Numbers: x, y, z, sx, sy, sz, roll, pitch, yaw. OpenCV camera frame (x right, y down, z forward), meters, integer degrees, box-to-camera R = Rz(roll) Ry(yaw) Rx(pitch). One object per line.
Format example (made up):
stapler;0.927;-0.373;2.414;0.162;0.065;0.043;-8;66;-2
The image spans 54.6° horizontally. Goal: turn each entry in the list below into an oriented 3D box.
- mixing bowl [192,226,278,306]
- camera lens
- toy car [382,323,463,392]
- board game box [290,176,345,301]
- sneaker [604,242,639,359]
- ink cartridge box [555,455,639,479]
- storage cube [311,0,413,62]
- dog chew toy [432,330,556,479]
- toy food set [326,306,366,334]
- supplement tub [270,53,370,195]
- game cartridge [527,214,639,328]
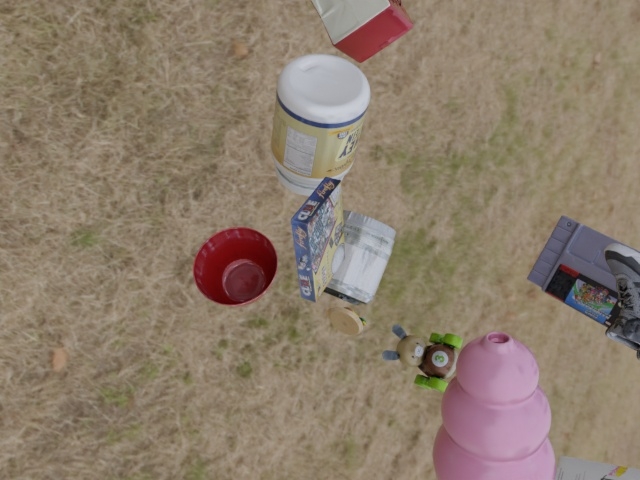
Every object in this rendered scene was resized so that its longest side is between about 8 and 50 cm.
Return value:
mixing bowl;-0.174;0.073;1.338;0.098;0.182;0.181;78;36;-63
camera lens;0.108;0.062;2.043;0.219;0.219;0.274;28;82;-52
toy car;0.265;0.305;1.692;0.188;0.149;0.155;26;75;-15
board game box;0.000;0.000;1.414;0.165;0.042;0.243;-54;151;-40
sneaker;0.714;0.146;1.430;0.153;0.101;0.268;-35;89;-10
ink cartridge box;0.626;0.599;1.332;0.168;0.233;0.171;-32;118;-55
storage cube;0.109;-0.628;1.693;0.193;0.215;0.183;-2;65;-65
dog chew toy;0.294;0.305;1.044;0.207;0.207;0.331;-31;125;-46
toy food set;0.055;0.171;1.316;0.082;0.083;0.020;44;50;-9
supplement tub;-0.009;-0.286;1.585;0.228;0.228;0.316;-50;164;-34
game cartridge;0.789;0.104;1.750;0.068;0.355;0.230;17;103;-53
